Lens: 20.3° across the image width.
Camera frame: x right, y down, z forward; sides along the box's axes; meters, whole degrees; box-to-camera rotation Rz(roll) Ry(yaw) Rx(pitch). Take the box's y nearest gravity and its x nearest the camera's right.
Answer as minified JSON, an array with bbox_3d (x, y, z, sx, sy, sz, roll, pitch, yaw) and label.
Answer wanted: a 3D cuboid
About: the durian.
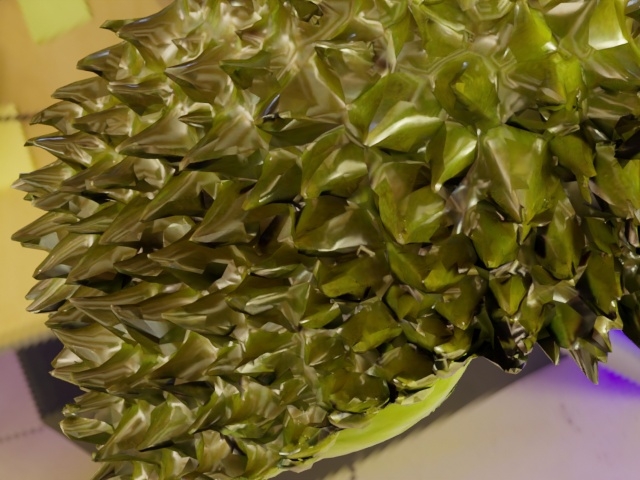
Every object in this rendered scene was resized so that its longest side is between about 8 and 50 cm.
[{"bbox_3d":[0.000,0.000,0.609,0.352,0.169,0.158,-30,72,52],"label":"durian"}]
